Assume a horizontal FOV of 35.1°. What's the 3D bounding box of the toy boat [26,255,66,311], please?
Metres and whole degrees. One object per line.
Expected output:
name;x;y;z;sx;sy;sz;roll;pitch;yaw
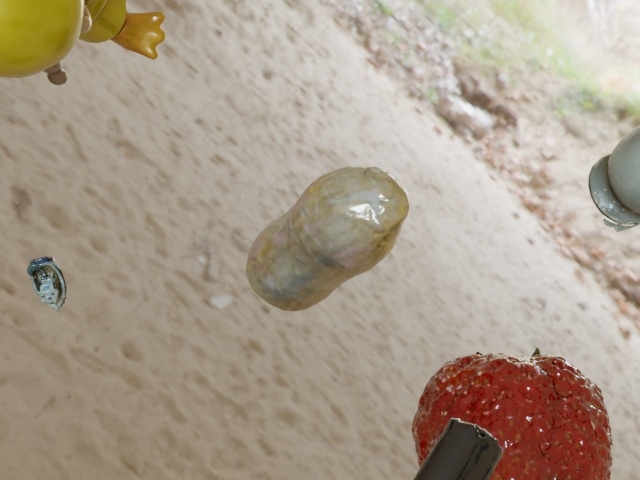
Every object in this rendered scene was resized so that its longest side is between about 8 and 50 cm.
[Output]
toy boat;-0.293;0.049;1.091;0.038;0.038;0.083;55;-19;35

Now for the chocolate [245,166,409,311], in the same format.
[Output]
chocolate;0.000;0.000;1.279;0.134;0.309;0.134;13;63;-28

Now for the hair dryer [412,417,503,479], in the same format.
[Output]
hair dryer;0.054;0.235;0.676;0.197;0.251;0.089;41;-17;-31

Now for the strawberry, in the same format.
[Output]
strawberry;0.240;0.265;1.255;0.257;0.257;0.277;42;13;-4

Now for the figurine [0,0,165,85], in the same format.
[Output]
figurine;-0.305;-0.272;1.099;0.215;0.187;0.343;39;18;15

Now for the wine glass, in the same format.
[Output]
wine glass;0.409;-0.090;1.201;0.111;0.111;0.204;44;-23;0
